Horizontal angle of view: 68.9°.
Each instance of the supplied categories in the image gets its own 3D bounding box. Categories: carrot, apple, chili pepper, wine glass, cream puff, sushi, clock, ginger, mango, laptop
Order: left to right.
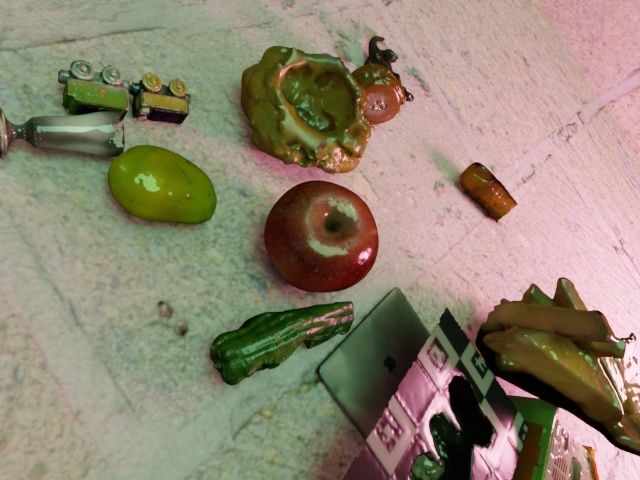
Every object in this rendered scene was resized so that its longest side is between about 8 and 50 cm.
[{"bbox_3d":[-0.368,-0.151,0.665,0.155,0.072,0.072,-8,74,-36],"label":"wine glass"},{"bbox_3d":[-0.240,-0.084,0.717,0.163,0.089,0.117,10,55,-45],"label":"mango"},{"bbox_3d":[-0.050,0.147,0.729,0.253,0.099,0.083,-12,67,-38],"label":"chili pepper"},{"bbox_3d":[-0.012,-0.258,0.890,0.282,0.185,0.282,18,56,-29],"label":"cream puff"},{"bbox_3d":[0.000,0.000,0.799,0.201,0.162,0.201,9,63,-19],"label":"apple"},{"bbox_3d":[0.117,-0.335,1.054,0.144,0.126,0.103,20,43,-37],"label":"cream puff"},{"bbox_3d":[0.126,0.230,0.867,0.269,0.015,0.188,-37,93,-40],"label":"laptop"},{"bbox_3d":[0.179,0.344,0.773,0.296,0.100,0.373,55,49,-9],"label":"sushi"},{"bbox_3d":[0.435,-0.123,1.205,0.173,0.082,0.082,42,52,-11],"label":"carrot"},{"bbox_3d":[0.452,0.471,0.922,0.255,0.106,0.220,43,59,-24],"label":"clock"},{"bbox_3d":[0.515,0.201,0.918,0.358,0.211,0.413,34,22,28],"label":"ginger"}]

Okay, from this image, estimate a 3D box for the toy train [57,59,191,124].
[{"bbox_3d":[-0.307,-0.229,0.750,0.202,0.060,0.081,0,76,-35],"label":"toy train"}]

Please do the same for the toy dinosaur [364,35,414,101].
[{"bbox_3d":[0.163,-0.430,1.200,0.187,0.087,0.179,63,12,-14],"label":"toy dinosaur"}]
